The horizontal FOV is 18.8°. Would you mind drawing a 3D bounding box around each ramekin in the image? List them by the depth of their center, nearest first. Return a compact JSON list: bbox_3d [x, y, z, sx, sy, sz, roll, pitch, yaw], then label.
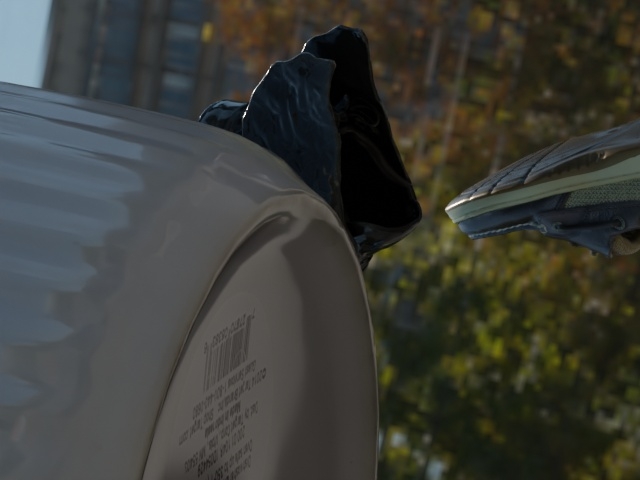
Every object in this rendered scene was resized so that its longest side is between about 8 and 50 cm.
[{"bbox_3d":[-0.062,0.066,0.404,0.207,0.109,0.207,6,-90,-72],"label":"ramekin"}]

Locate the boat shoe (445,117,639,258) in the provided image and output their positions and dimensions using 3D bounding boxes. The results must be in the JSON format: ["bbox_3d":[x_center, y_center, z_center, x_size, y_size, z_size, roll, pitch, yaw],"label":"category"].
[{"bbox_3d":[0.113,-0.016,0.762,0.056,0.152,0.049,-34,-78,-40],"label":"boat shoe"}]

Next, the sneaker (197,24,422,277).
[{"bbox_3d":[0.002,-0.001,0.754,0.051,0.089,0.170,-39,-59,-40],"label":"sneaker"}]
